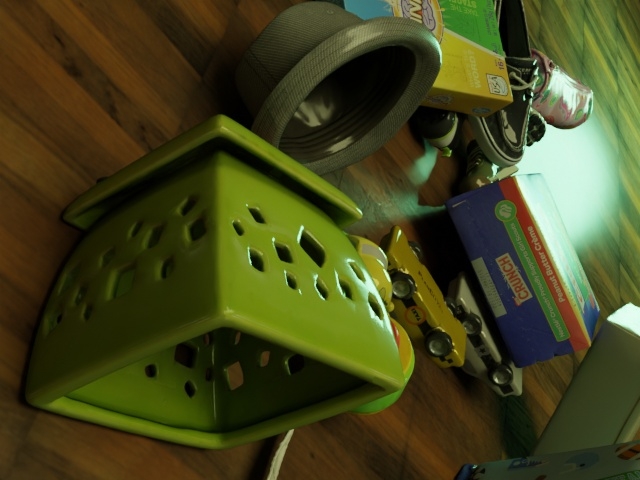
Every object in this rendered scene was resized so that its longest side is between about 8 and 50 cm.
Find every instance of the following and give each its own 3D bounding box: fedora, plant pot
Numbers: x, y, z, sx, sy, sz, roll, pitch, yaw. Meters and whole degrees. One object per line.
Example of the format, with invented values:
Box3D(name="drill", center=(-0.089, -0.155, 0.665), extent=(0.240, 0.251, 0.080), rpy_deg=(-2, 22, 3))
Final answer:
Box3D(name="fedora", center=(0.003, -0.191, 1.007), extent=(0.275, 0.244, 0.124), rpy_deg=(-18, 61, -48))
Box3D(name="plant pot", center=(-0.089, 0.038, 0.736), extent=(0.228, 0.227, 0.207), rpy_deg=(29, 46, -46))

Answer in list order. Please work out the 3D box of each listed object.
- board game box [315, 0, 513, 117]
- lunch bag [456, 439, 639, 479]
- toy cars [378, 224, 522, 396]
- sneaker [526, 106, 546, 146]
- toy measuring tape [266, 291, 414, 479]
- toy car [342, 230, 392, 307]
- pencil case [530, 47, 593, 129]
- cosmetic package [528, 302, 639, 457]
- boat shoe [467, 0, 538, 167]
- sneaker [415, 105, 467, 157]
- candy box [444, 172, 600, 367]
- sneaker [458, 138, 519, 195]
Box3D(name="board game box", center=(0.137, -0.322, 1.275), extent=(0.316, 0.064, 0.242), rpy_deg=(1, 73, -37))
Box3D(name="lunch bag", center=(0.367, 0.470, 1.100), extent=(0.239, 0.328, 0.385), rpy_deg=(-30, 98, -58))
Box3D(name="toy cars", center=(0.166, 0.116, 1.188), extent=(0.393, 0.087, 0.176), rpy_deg=(30, 40, -51))
Box3D(name="sneaker", center=(0.329, -0.260, 1.578), extent=(0.275, 0.107, 0.110), rpy_deg=(37, 39, -41))
Box3D(name="toy measuring tape", center=(0.030, 0.178, 0.925), extent=(0.121, 0.121, 0.330), rpy_deg=(52, 39, -28))
Box3D(name="toy car", center=(0.000, 0.000, 0.951), extent=(0.053, 0.239, 0.225), rpy_deg=(-56, 162, -1))
Box3D(name="pencil case", center=(0.472, -0.310, 1.786), extent=(0.284, 0.124, 0.124), rpy_deg=(10, 67, -54))
Box3D(name="cosmetic package", center=(0.433, 0.263, 1.318), extent=(0.160, 0.113, 0.309), rpy_deg=(-11, 127, -57))
Box3D(name="boat shoe", center=(0.310, -0.275, 1.421), extent=(0.108, 0.102, 0.301), rpy_deg=(-3, 87, -33))
Box3D(name="sneaker", center=(0.200, -0.243, 1.412), extent=(0.097, 0.084, 0.235), rpy_deg=(46, 48, -49))
Box3D(name="candy box", center=(0.329, 0.033, 1.353), extent=(0.268, 0.122, 0.317), rpy_deg=(68, 22, 3))
Box3D(name="sneaker", center=(0.273, -0.131, 1.479), extent=(0.192, 0.064, 0.086), rpy_deg=(-23, 82, -53))
